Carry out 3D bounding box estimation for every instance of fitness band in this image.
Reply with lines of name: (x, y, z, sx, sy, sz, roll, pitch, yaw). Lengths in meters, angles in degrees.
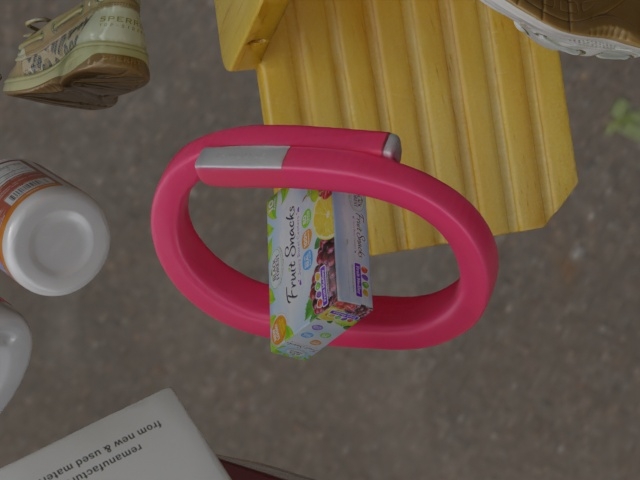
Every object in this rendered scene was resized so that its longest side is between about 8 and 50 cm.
fitness band: (0.000, 0.000, 1.556, 0.291, 0.054, 0.209, 4, 137, 20)

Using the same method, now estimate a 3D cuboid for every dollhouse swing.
dollhouse swing: (0.106, -0.173, 1.732, 0.347, 0.305, 0.315, -8, 168, -14)

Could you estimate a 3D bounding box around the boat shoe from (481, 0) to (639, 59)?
boat shoe: (0.200, -0.202, 1.635, 0.277, 0.098, 0.096, 18, 161, -33)

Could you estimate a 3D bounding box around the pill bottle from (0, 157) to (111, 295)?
pill bottle: (-0.323, -0.022, 2.131, 0.216, 0.121, 0.121, 28, 151, 58)

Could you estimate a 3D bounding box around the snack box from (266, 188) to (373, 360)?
snack box: (-0.002, 0.011, 1.542, 0.037, 0.141, 0.100, 15, 145, -27)

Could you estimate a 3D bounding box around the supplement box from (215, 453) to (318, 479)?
supplement box: (-0.051, 0.296, 1.684, 0.194, 0.191, 0.129, 12, 175, 43)

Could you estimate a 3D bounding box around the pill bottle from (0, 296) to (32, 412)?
pill bottle: (-0.266, 0.038, 1.133, 0.180, 0.108, 0.108, 35, 141, 22)

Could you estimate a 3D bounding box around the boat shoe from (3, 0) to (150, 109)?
boat shoe: (-0.241, -0.188, 1.954, 0.104, 0.089, 0.285, 7, 173, -29)

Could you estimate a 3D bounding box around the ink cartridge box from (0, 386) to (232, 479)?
ink cartridge box: (-0.082, 0.337, 1.302, 0.385, 0.160, 0.279, 55, 153, 21)
